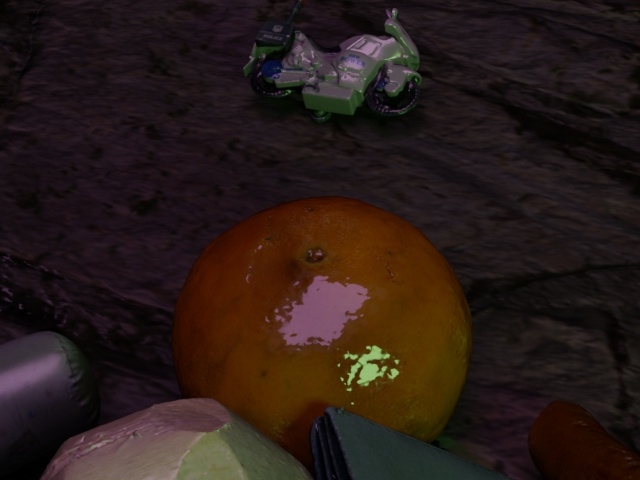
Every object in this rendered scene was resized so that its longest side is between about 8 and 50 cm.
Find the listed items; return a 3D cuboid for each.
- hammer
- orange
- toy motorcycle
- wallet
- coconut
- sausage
[{"bbox_3d":[-0.364,0.115,1.649,0.206,0.119,0.335,-23,38,-19],"label":"hammer"},{"bbox_3d":[0.002,0.091,1.531,0.283,0.226,0.284,-5,48,6],"label":"orange"},{"bbox_3d":[0.024,-0.215,1.965,0.221,0.102,0.150,10,57,18],"label":"toy motorcycle"},{"bbox_3d":[0.120,0.275,1.337,0.251,0.054,0.290,27,25,-27],"label":"wallet"},{"bbox_3d":[-0.111,0.250,1.352,0.247,0.245,0.245,-22,43,-5],"label":"coconut"},{"bbox_3d":[0.278,0.220,1.401,0.102,0.076,0.302,-13,23,-28],"label":"sausage"}]
